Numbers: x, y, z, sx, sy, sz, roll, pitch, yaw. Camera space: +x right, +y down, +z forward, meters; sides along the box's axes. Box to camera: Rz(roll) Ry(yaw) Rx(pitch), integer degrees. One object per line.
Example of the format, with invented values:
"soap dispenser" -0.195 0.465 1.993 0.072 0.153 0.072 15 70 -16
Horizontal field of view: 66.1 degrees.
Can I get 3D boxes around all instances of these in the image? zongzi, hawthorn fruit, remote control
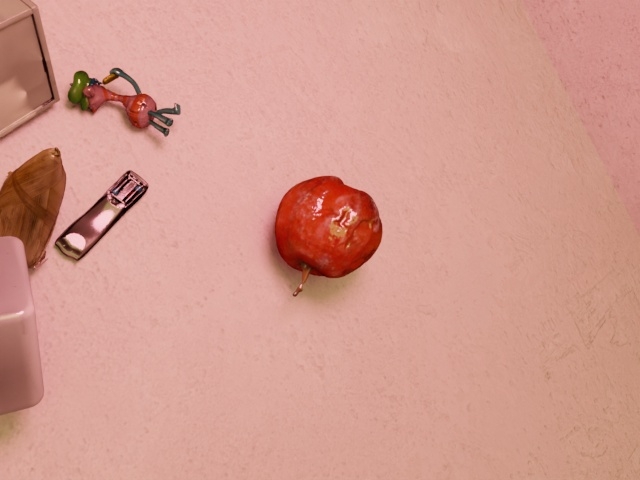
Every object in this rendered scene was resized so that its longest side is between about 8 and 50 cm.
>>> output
"zongzi" -0.482 -0.053 0.820 0.099 0.197 0.195 16 71 -37
"hawthorn fruit" 0.000 0.000 1.078 0.242 0.242 0.272 38 69 -16
"remote control" -0.420 -0.053 0.956 0.059 0.028 0.212 42 59 -16

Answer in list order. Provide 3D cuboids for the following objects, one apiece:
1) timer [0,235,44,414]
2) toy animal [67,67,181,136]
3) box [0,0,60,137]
"timer" -0.520 0.130 0.704 0.194 0.195 0.192 -9 39 -32
"toy animal" -0.392 -0.286 0.998 0.208 0.100 0.103 20 105 -12
"box" -0.576 -0.280 0.800 0.117 0.225 0.225 39 59 2
